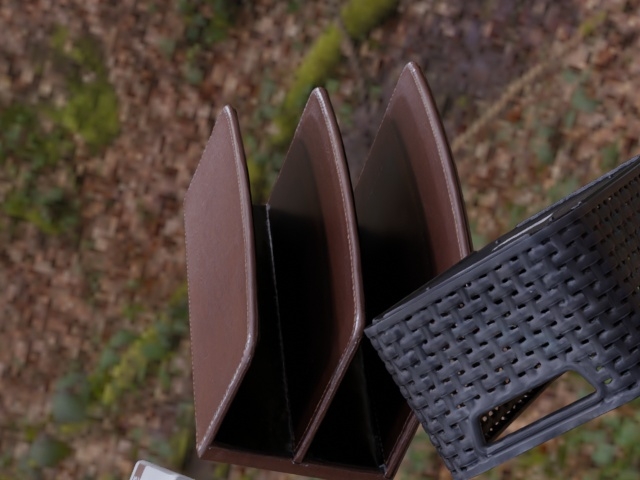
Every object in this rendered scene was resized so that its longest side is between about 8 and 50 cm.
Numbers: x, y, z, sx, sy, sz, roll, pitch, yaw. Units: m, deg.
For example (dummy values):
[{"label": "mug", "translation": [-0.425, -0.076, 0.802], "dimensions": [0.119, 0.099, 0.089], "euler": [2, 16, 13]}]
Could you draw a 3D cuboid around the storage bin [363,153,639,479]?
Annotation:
[{"label": "storage bin", "translation": [0.117, 0.029, 0.757], "dimensions": [0.122, 0.084, 0.180], "euler": [-32, -1, 30]}]

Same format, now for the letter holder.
[{"label": "letter holder", "translation": [0.000, 0.000, 1.223], "dimensions": [0.301, 0.152, 0.214], "euler": [-99, 26, -50]}]

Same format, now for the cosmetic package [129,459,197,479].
[{"label": "cosmetic package", "translation": [-0.025, 0.235, 1.020], "dimensions": [0.085, 0.231, 0.117], "euler": [0, 69, 65]}]
